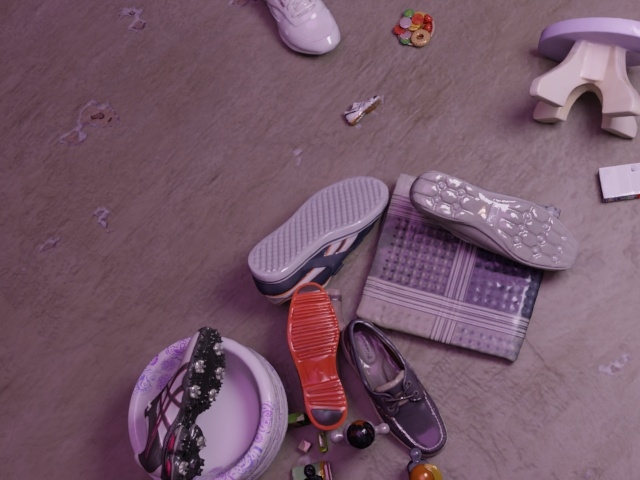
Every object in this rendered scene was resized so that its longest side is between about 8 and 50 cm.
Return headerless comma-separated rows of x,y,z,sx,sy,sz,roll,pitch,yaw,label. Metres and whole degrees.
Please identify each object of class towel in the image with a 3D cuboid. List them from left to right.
0.255,0.045,1.734,0.324,0.056,0.312,15,79,15,towel

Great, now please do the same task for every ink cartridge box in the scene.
0.582,-0.110,1.710,0.115,0.029,0.063,-7,70,10,ink cartridge box

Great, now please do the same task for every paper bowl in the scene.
-0.197,0.324,1.686,0.284,0.148,0.284,-5,73,16,paper bowl

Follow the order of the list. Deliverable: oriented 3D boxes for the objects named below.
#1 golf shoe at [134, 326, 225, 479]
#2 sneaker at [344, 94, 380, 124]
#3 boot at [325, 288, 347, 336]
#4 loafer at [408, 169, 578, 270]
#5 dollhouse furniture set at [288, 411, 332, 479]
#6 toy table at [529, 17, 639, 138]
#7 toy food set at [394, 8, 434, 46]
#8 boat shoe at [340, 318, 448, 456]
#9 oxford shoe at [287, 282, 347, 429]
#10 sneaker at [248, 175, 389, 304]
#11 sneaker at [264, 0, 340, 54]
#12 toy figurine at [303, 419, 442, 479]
-0.247,0.276,1.585,0.120,0.105,0.273,6,74,28,golf shoe
0.085,-0.276,1.883,0.083,0.032,0.037,-39,68,-2,sneaker
0.026,0.136,1.759,0.118,0.042,0.087,11,67,9,boot
0.312,-0.037,1.660,0.319,0.111,0.112,27,88,1,loafer
-0.026,0.394,1.674,0.076,0.058,0.151,-13,70,10,dollhouse furniture set
0.503,-0.301,1.695,0.252,0.274,0.161,17,86,-16,toy table
0.197,-0.445,1.917,0.082,0.020,0.083,18,78,18,toy food set
0.128,0.263,1.651,0.103,0.092,0.285,-32,76,-2,boat shoe
-0.011,0.215,1.696,0.097,0.098,0.271,-5,78,-4,oxford shoe
0.000,0.000,1.771,0.321,0.127,0.126,-35,53,-19,sneaker
-0.072,-0.516,1.936,0.114,0.152,0.305,-37,69,-2,sneaker
0.082,0.422,1.571,0.213,0.148,0.209,37,83,8,toy figurine
